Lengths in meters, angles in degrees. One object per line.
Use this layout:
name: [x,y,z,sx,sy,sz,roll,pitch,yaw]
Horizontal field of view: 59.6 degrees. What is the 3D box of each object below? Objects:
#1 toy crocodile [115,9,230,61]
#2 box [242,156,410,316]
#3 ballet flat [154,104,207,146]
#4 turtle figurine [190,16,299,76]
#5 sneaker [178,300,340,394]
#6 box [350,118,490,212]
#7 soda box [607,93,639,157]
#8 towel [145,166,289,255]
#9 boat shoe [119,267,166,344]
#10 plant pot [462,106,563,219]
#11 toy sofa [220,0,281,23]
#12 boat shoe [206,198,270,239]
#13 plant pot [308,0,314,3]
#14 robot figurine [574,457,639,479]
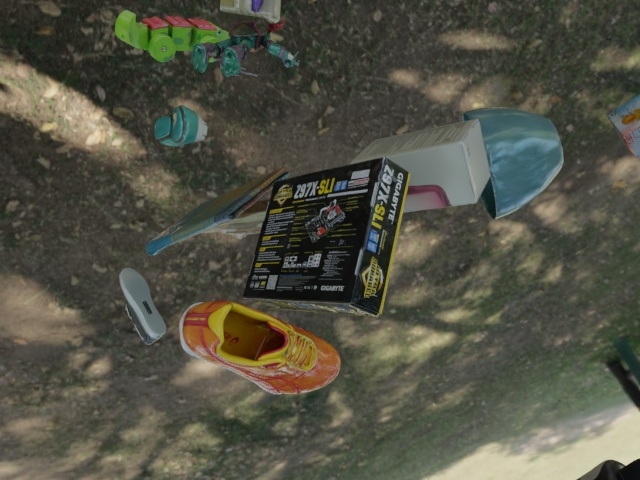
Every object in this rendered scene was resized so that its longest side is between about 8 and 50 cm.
toy crocodile: [-0.359,-0.526,1.429,0.340,0.115,0.105,-15,134,-40]
box: [0.000,0.000,1.025,0.079,0.257,0.321,27,160,-36]
ballet flat: [-0.300,-0.251,1.241,0.087,0.247,0.083,2,95,-29]
turtle figurine: [-0.154,-0.400,1.175,0.175,0.234,0.118,-2,113,31]
sneaker: [-0.037,0.097,0.471,0.067,0.064,0.175,-5,158,42]
box: [0.202,-0.143,1.119,0.232,0.148,0.127,-6,114,32]
soda box: [0.519,-0.201,0.800,0.183,0.063,0.058,-34,126,27]
towel: [-0.275,-0.073,1.468,0.370,0.271,0.040,-17,111,40]
boat shoe: [-0.501,0.180,1.524,0.070,0.220,0.077,-38,162,27]
plant pot: [0.501,-0.218,1.435,0.195,0.290,0.290,-16,142,9]
toy sofa: [-0.076,-0.547,0.941,0.176,0.150,0.362,5,162,-9]
boat shoe: [-0.276,-0.053,1.852,0.340,0.122,0.110,-6,120,21]
plant pot: [0.063,-0.630,1.294,0.236,0.236,0.032,-29,108,16]
robot figurine: [0.518,0.516,1.007,0.278,0.209,0.173,-49,169,23]
